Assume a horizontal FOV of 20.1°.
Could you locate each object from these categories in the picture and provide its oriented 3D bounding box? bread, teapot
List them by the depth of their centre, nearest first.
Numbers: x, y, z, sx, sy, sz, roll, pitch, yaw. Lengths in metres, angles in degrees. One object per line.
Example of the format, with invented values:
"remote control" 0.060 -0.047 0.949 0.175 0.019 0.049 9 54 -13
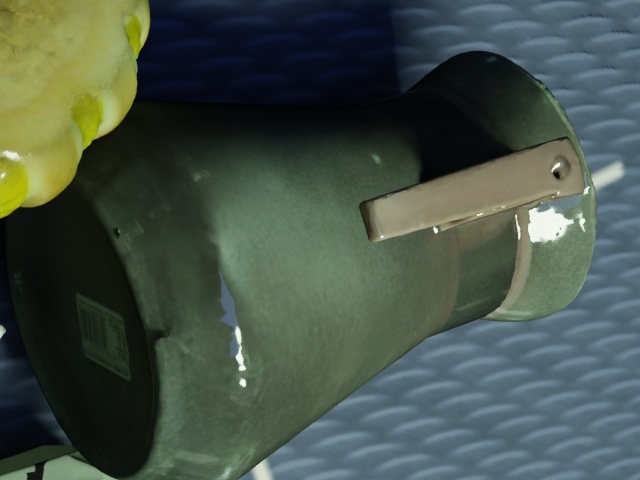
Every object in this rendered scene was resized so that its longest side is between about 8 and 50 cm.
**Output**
"bread" -0.260 -0.114 1.019 0.333 0.160 0.333 9 57 -15
"teapot" 0.000 0.000 1.165 0.344 0.300 0.253 -19 91 -31

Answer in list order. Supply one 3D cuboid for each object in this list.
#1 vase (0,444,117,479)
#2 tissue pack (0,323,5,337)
"vase" -0.282 0.232 1.132 0.360 0.165 0.165 -8 105 -24
"tissue pack" -0.292 0.048 1.108 0.149 0.099 0.106 40 80 -31
